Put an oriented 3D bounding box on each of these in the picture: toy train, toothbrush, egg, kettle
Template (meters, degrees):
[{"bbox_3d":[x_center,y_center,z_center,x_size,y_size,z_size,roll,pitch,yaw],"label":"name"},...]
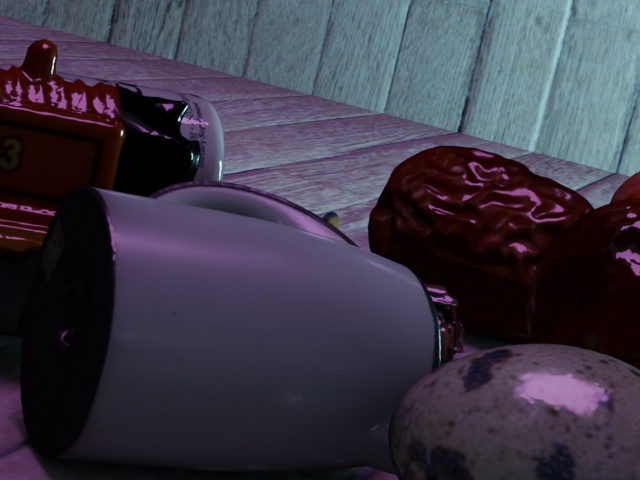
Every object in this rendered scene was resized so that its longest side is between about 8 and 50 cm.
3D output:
[{"bbox_3d":[-0.246,-0.037,1.079,0.369,0.232,0.163,10,12,-22],"label":"toy train"},{"bbox_3d":[0.003,0.001,1.742,0.031,0.023,0.321,16,11,4],"label":"toothbrush"},{"bbox_3d":[0.127,0.128,0.897,0.181,0.141,0.141,14,10,-5],"label":"egg"},{"bbox_3d":[-0.054,0.044,0.992,0.236,0.161,0.221,9,40,-26],"label":"kettle"}]

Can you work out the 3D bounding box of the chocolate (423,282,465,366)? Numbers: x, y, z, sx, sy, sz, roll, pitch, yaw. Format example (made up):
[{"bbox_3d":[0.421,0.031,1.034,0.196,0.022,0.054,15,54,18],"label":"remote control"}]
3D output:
[{"bbox_3d":[-0.034,0.042,1.370,0.329,0.065,0.102,11,11,2],"label":"chocolate"}]

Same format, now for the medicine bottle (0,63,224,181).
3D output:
[{"bbox_3d":[-0.250,-0.084,1.523,0.288,0.157,0.157,8,12,-26],"label":"medicine bottle"}]

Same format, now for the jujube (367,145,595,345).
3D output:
[{"bbox_3d":[0.164,0.005,1.518,0.250,0.174,0.174,23,14,26],"label":"jujube"}]

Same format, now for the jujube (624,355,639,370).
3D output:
[{"bbox_3d":[0.262,0.131,1.008,0.236,0.168,0.168,11,11,0],"label":"jujube"}]

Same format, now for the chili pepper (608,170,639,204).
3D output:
[{"bbox_3d":[0.418,0.018,1.605,0.251,0.229,0.305,31,12,4],"label":"chili pepper"}]

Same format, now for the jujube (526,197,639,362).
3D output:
[{"bbox_3d":[0.277,0.071,1.252,0.232,0.213,0.213,12,9,-31],"label":"jujube"}]
